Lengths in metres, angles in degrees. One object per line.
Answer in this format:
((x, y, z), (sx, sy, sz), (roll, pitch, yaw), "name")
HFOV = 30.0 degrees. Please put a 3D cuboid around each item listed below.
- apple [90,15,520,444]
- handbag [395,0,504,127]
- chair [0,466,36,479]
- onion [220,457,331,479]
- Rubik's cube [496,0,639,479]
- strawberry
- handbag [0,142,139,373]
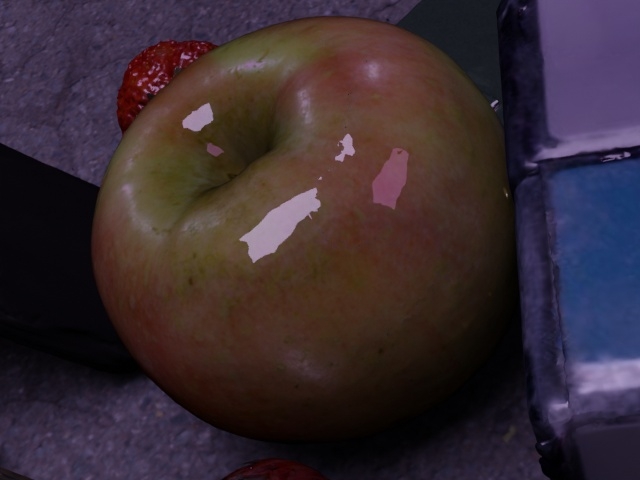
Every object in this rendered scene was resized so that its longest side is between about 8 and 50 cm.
((0.000, 0.000, 0.869), (0.319, 0.277, 0.319), (-19, 45, 20), "apple")
((0.183, -0.149, 1.037), (0.248, 0.079, 0.260), (32, 71, 37), "handbag")
((-0.239, 0.205, 0.912), (0.222, 0.095, 0.104), (15, 49, 31), "chair")
((-0.019, 0.236, 0.788), (0.184, 0.147, 0.183), (-18, 67, 50), "onion")
((0.288, 0.030, 0.699), (0.314, 0.316, 0.318), (-8, 53, 15), "Rubik's cube")
((-0.130, -0.141, 1.124), (0.131, 0.131, 0.148), (-17, 58, 8), "strawberry")
((-0.275, -0.005, 0.971), (0.075, 0.332, 0.191), (-43, 41, 34), "handbag")
